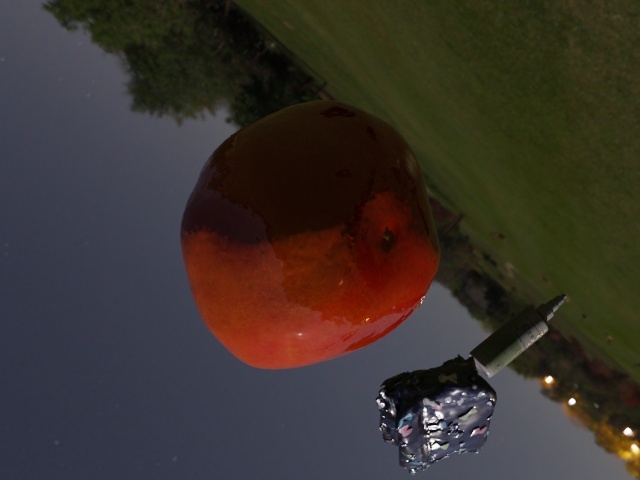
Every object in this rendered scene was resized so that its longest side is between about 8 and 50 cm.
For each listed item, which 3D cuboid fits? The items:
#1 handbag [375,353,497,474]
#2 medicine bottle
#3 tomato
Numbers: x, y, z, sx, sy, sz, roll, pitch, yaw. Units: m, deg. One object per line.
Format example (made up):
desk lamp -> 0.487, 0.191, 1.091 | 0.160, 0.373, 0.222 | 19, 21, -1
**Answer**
handbag -> 0.170, 0.267, 1.047 | 0.260, 0.162, 0.113 | 77, 171, -54
medicine bottle -> 0.352, 0.157, 1.201 | 0.057, 0.199, 0.057 | 52, 176, 5
tomato -> -0.001, -0.004, 0.631 | 0.180, 0.259, 0.260 | -1, 151, 47
